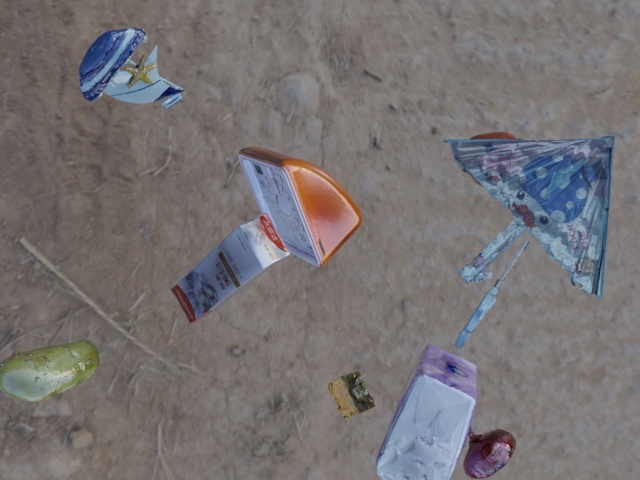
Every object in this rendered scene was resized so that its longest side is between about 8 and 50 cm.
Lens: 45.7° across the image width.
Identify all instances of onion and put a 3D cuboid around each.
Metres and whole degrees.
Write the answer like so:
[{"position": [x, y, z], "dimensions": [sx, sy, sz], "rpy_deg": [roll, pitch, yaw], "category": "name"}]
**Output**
[{"position": [0.396, 0.501, 1.867], "dimensions": [0.150, 0.150, 0.140], "rpy_deg": [-41, 81, 14], "category": "onion"}]

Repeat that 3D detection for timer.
[{"position": [-0.061, -0.101, 1.699], "dimensions": [0.161, 0.257, 0.250], "rpy_deg": [-44, 119, -12], "category": "timer"}]

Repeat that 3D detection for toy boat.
[{"position": [-0.438, -0.390, 1.813], "dimensions": [0.220, 0.291, 0.067], "rpy_deg": [-44, 63, 15], "category": "toy boat"}]

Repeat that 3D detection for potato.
[{"position": [-0.484, 0.234, 1.366], "dimensions": [0.105, 0.188, 0.085], "rpy_deg": [46, 132, 24], "category": "potato"}]

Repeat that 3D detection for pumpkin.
[{"position": [0.060, 0.269, 1.330], "dimensions": [0.054, 0.083, 0.074], "rpy_deg": [-36, 74, 20], "category": "pumpkin"}]

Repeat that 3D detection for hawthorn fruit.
[{"position": [0.407, -0.192, 1.771], "dimensions": [0.138, 0.133, 0.132], "rpy_deg": [-3, 115, 41], "category": "hawthorn fruit"}]

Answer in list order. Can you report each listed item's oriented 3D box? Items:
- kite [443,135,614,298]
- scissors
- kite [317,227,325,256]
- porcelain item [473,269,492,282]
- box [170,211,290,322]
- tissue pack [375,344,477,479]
[{"position": [0.388, -0.059, 1.368], "dimensions": [0.368, 0.014, 0.406], "rpy_deg": [-44, 92, 6], "category": "kite"}, {"position": [0.445, 0.121, 1.907], "dimensions": [0.029, 0.360, 0.191], "rpy_deg": [35, 151, 15], "category": "scissors"}, {"position": [0.002, 0.004, 1.536], "dimensions": [0.002, 0.078, 0.044], "rpy_deg": [-18, 124, 9], "category": "kite"}, {"position": [0.422, 0.092, 1.985], "dimensions": [0.036, 0.083, 0.028], "rpy_deg": [-25, 79, 31], "category": "porcelain item"}, {"position": [-0.108, 0.036, 0.859], "dimensions": [0.055, 0.040, 0.218], "rpy_deg": [59, 144, 5], "category": "box"}, {"position": [0.246, 0.392, 1.690], "dimensions": [0.160, 0.338, 0.242], "rpy_deg": [22, 98, 9], "category": "tissue pack"}]
